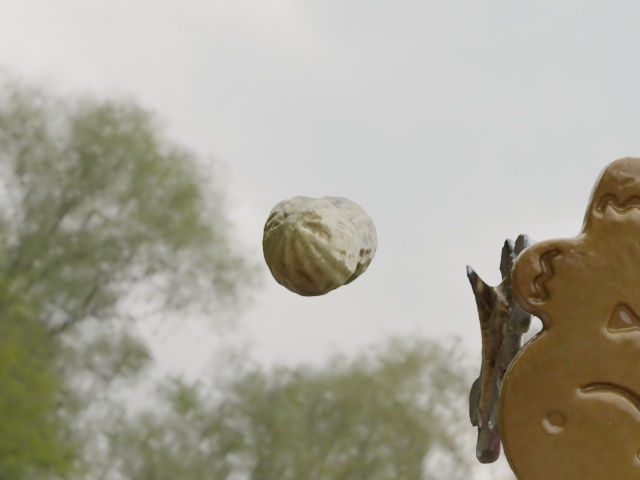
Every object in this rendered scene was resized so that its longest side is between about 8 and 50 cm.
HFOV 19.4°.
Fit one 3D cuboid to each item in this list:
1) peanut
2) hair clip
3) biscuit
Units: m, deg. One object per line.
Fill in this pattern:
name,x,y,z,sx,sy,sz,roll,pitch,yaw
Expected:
peanut,0.000,0.000,2.421,0.136,0.120,0.298,52,12,5
hair clip,0.186,0.109,1.952,0.075,0.146,0.257,-3,-61,-6
biscuit,0.302,0.103,1.817,0.275,0.355,0.052,25,-4,-4
